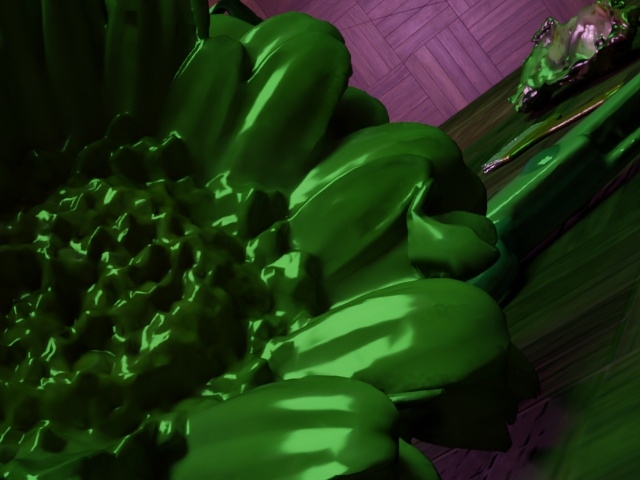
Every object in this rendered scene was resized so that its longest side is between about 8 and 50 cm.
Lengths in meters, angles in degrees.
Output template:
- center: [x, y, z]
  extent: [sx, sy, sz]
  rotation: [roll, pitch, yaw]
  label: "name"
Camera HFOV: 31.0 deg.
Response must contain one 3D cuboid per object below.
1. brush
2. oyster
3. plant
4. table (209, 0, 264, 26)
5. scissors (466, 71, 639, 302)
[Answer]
- center: [0.232, -0.115, 1.115]
  extent: [0.083, 0.011, 0.205]
  rotation: [-38, 4, -24]
  label: "brush"
- center: [0.297, -0.211, 1.333]
  extent: [0.128, 0.079, 0.345]
  rotation: [-59, 8, -7]
  label: "oyster"
- center: [-0.092, 0.022, 0.425]
  extent: [0.306, 0.261, 0.297]
  rotation: [-26, -1, -21]
  label: "plant"
- center: [-0.106, -0.128, 1.711]
  extent: [0.272, 0.335, 0.222]
  rotation: [-39, -15, 10]
  label: "table"
- center: [0.129, -0.026, 0.660]
  extent: [0.289, 0.041, 0.138]
  rotation: [-42, 5, -13]
  label: "scissors"
